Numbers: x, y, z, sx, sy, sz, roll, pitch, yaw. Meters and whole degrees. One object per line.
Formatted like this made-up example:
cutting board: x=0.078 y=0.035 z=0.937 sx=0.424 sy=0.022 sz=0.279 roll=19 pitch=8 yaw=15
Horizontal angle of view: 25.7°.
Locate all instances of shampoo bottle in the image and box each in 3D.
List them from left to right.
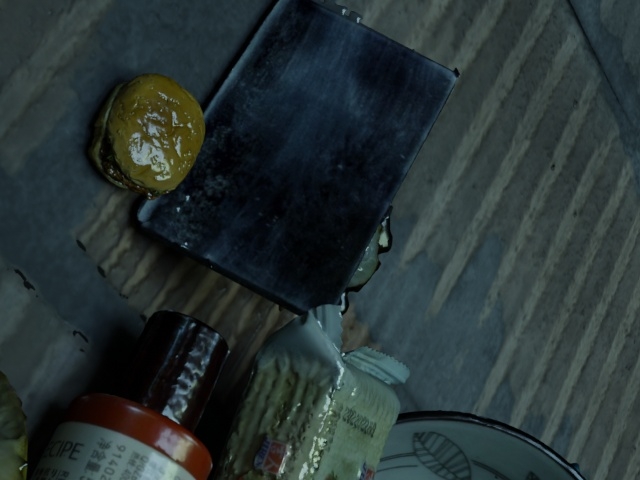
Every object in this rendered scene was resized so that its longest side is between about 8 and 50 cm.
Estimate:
shampoo bottle: x=-0.137 y=0.173 z=0.900 sx=0.104 sy=0.104 sz=0.278 roll=49 pitch=54 yaw=-39

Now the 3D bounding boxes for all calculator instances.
calculator: x=-0.012 y=-0.069 z=1.040 sx=0.262 sy=0.161 sz=0.021 roll=-59 pitch=176 yaw=-31

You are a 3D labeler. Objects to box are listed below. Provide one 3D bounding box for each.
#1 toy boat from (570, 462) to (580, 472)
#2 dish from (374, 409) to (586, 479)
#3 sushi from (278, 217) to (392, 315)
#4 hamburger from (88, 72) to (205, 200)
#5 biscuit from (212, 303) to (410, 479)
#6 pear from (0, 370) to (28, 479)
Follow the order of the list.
toy boat: x=0.226 y=0.331 z=1.355 sx=0.109 sy=0.098 sz=0.238 roll=5 pitch=86 yaw=-54
dish: x=0.082 y=0.290 z=1.113 sx=0.316 sy=0.106 sz=0.316 roll=2 pitch=81 yaw=-11
sushi: x=0.000 y=-0.002 z=1.086 sx=0.094 sy=0.084 sz=0.098 roll=-32 pitch=119 yaw=-50
hamburger: x=-0.117 y=-0.072 z=0.969 sx=0.076 sy=0.044 sz=0.083 roll=36 pitch=60 yaw=-38
biscuit: x=-0.029 y=0.207 z=0.977 sx=0.186 sy=0.079 sz=0.309 roll=42 pitch=64 yaw=-59
pear: x=-0.239 y=0.170 z=0.686 sx=0.267 sy=0.267 sz=0.178 roll=-54 pitch=146 yaw=-36
